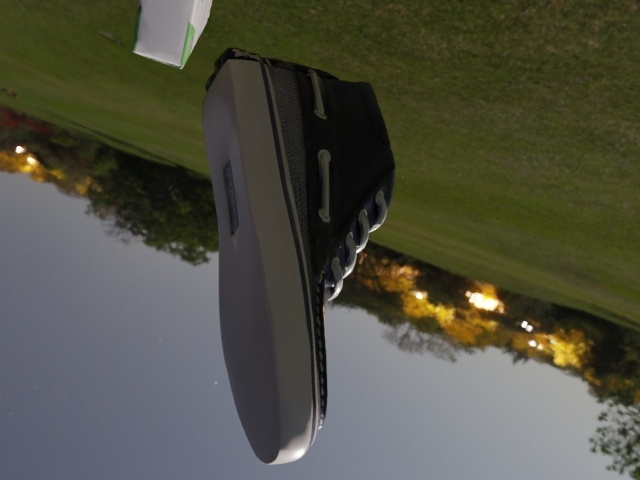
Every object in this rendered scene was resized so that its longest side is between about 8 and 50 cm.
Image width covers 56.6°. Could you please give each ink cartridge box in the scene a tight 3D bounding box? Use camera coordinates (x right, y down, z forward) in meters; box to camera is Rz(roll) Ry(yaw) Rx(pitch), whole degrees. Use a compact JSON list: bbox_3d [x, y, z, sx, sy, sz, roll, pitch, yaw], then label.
[{"bbox_3d":[-0.246,-0.428,1.039,0.093,0.160,0.219,15,-142,-10],"label":"ink cartridge box"}]

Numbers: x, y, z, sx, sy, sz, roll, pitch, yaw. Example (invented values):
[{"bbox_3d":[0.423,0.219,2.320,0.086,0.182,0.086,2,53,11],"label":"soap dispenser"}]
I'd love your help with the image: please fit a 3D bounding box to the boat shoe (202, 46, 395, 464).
[{"bbox_3d":[0.000,0.000,0.504,0.158,0.340,0.127,-1,166,-27],"label":"boat shoe"}]
